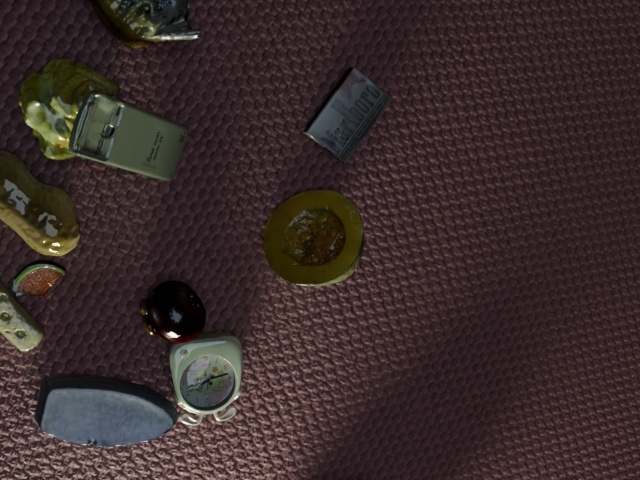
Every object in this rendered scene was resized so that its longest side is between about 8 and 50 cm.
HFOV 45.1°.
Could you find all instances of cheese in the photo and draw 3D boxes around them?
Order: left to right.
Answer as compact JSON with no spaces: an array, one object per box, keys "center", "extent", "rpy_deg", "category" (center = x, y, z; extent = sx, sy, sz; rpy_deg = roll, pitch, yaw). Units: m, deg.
[{"center":[-0.613,0.133,1.482],"extent":[0.065,0.043,0.194],"rpy_deg":[-39,109,-5],"category":"cheese"}]

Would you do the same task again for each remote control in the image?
[{"center":[-0.351,-0.189,1.427],"extent":[0.038,0.285,0.123],"rpy_deg":[21,95,25],"category":"remote control"}]

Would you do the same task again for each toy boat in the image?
[{"center":[-0.425,0.346,1.555],"extent":[0.283,0.078,0.127],"rpy_deg":[12,90,-19],"category":"toy boat"}]

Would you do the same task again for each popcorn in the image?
[{"center":[-0.461,-0.239,1.424],"extent":[0.188,0.167,0.185],"rpy_deg":[5,125,14],"category":"popcorn"}]

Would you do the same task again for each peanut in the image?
[{"center":[-0.546,-0.073,1.445],"extent":[0.120,0.110,0.236],"rpy_deg":[-36,101,11],"category":"peanut"}]

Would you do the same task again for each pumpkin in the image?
[{"center":[-0.001,0.010,1.627],"extent":[0.217,0.217,0.110],"rpy_deg":[-49,147,-7],"category":"pumpkin"}]

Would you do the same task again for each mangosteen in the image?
[{"center":[-0.304,0.150,1.554],"extent":[0.140,0.140,0.140],"rpy_deg":[-3,98,-18],"category":"mangosteen"}]

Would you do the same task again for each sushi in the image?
[{"center":[-0.338,-0.473,1.439],"extent":[0.184,0.139,0.274],"rpy_deg":[-35,103,-12],"category":"sushi"}]

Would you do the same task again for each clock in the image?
[{"center":[-0.241,0.291,1.617],"extent":[0.152,0.062,0.191],"rpy_deg":[-4,99,-19],"category":"clock"}]

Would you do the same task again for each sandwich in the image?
[{"center":[-0.555,0.076,1.503],"extent":[0.069,0.026,0.101],"rpy_deg":[41,87,-23],"category":"sandwich"}]

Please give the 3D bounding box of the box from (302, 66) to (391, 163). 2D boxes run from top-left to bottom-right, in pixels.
[{"center":[0.057,-0.268,1.656],"extent":[0.115,0.036,0.177],"rpy_deg":[37,85,-19],"category":"box"}]
